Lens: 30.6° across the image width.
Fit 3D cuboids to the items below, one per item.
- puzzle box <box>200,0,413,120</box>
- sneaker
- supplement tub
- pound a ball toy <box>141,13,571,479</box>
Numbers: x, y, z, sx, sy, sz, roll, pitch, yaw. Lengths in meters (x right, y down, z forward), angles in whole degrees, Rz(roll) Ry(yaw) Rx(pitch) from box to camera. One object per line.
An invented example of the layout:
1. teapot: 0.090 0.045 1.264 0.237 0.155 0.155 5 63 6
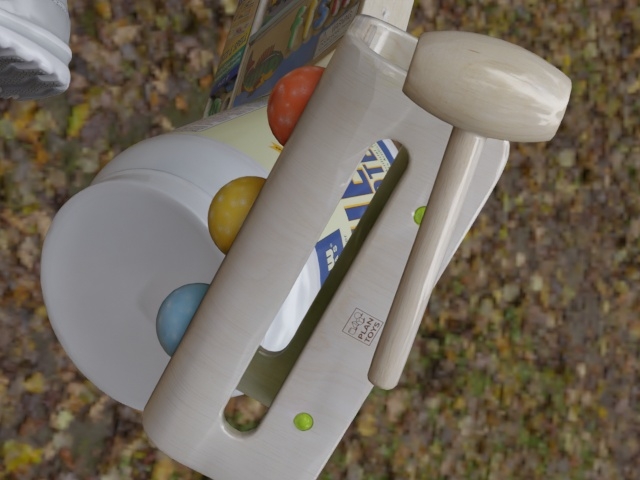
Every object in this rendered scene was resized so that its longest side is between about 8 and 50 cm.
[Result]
1. puzzle box: -0.011 -0.253 1.288 0.052 0.409 0.272 25 65 -22
2. sneaker: -0.280 -0.202 0.807 0.281 0.105 0.115 39 49 -56
3. supplement tub: -0.074 0.002 1.066 0.325 0.235 0.236 -34 118 -58
4. pound a ball toy: 0.000 0.000 0.666 0.319 0.135 0.208 -61 -177 20
